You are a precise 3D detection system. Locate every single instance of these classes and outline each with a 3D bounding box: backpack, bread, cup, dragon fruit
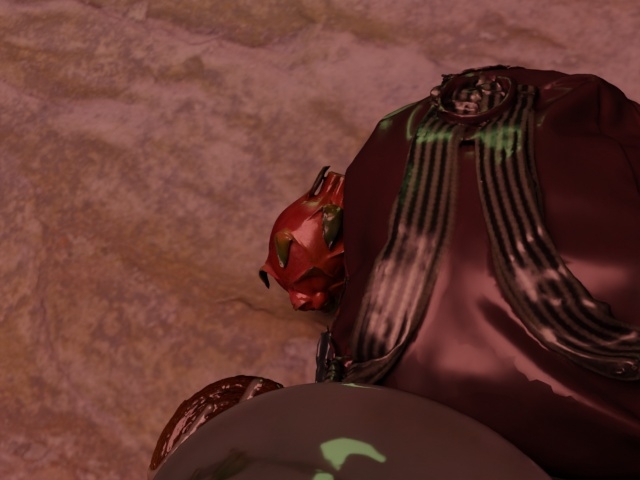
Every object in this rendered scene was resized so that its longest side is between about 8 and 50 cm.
[{"bbox_3d":[0.129,0.014,0.722,0.283,0.197,0.317,-12,60,24],"label":"backpack"},{"bbox_3d":[-0.057,0.185,0.808,0.160,0.073,0.161,-12,60,22],"label":"bread"},{"bbox_3d":[-0.005,0.265,0.585,0.347,0.163,0.347,3,97,22],"label":"cup"},{"bbox_3d":[0.000,-0.002,0.864,0.081,0.086,0.116,20,102,21],"label":"dragon fruit"}]
